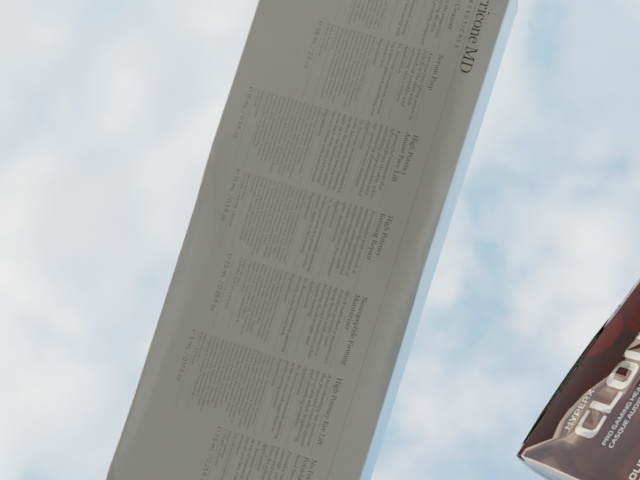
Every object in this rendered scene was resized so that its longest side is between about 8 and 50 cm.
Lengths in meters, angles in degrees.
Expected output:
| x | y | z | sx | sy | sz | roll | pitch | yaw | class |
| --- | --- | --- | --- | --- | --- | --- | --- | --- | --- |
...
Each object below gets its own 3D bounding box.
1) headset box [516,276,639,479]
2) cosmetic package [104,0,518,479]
| x | y | z | sx | sy | sz | roll | pitch | yaw | class |
| --- | --- | --- | --- | --- | --- | --- | --- | --- | --- |
| 0.209 | 0.104 | 0.373 | 0.110 | 0.218 | 0.293 | -53 | -157 | -11 | headset box |
| 0.000 | 0.000 | 0.554 | 0.099 | 0.060 | 0.239 | 18 | -92 | 11 | cosmetic package |
